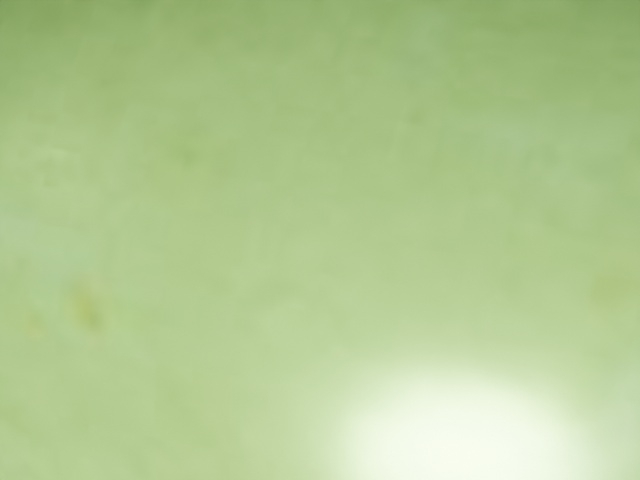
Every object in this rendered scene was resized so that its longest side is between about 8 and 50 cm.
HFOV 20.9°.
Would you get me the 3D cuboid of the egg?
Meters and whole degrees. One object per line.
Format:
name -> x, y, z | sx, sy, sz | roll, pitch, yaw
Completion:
egg -> 0.000, 0.000, 0.501 | 0.336, 0.278, 0.278 | 13, 174, 20
